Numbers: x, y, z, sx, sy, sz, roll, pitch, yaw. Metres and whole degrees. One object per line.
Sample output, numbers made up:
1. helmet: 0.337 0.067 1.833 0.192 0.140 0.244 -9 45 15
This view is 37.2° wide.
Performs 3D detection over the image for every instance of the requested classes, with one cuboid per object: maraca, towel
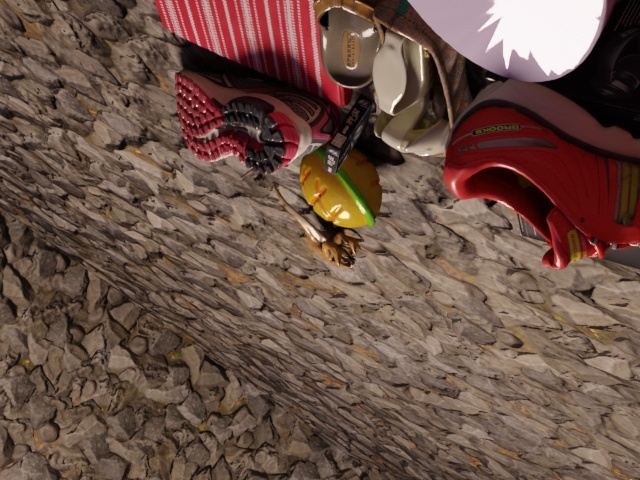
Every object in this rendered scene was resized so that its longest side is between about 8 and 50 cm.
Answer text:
1. maraca: 0.016 -0.087 1.287 0.186 0.099 0.127 49 170 38
2. towel: -0.084 -0.264 1.111 0.274 0.031 0.199 26 158 15

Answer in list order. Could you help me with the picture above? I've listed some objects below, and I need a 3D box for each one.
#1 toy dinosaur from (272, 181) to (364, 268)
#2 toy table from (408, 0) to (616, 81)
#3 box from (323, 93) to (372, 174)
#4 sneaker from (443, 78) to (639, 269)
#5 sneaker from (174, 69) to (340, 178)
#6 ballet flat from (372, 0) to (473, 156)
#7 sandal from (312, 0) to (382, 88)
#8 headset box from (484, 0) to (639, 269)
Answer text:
1. toy dinosaur: 0.000 0.000 1.542 0.112 0.064 0.211 12 152 43
2. toy table: 0.134 -0.261 0.639 0.252 0.161 0.274 20 156 27
3. box: 0.034 -0.130 1.175 0.018 0.083 0.067 30 159 8
4. sneaker: 0.224 -0.019 0.749 0.279 0.118 0.107 26 157 15
5. sneaker: -0.097 -0.161 1.261 0.299 0.112 0.121 27 131 46
6. ballet flat: 0.098 -0.157 0.993 0.107 0.106 0.316 29 160 25
7. sandal: 0.022 -0.232 0.947 0.090 0.060 0.219 11 139 11
8. headset box: 0.315 -0.081 0.836 0.283 0.131 0.246 18 155 31
